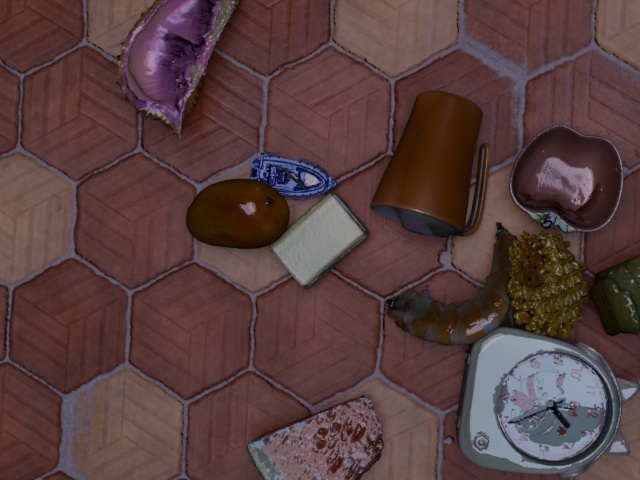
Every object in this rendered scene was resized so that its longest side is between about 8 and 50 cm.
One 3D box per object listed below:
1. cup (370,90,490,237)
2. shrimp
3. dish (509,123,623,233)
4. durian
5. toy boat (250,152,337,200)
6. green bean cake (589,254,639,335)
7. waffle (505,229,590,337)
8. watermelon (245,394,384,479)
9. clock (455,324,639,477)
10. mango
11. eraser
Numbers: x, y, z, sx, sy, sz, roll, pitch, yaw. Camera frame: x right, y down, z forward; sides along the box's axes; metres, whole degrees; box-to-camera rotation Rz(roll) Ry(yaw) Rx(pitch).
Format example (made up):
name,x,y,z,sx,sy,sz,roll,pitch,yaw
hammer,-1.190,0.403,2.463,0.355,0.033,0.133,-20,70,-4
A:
name,x,y,z,sx,sy,sz,roll,pitch,yaw
cup,0.228,-0.130,1.642,0.226,0.182,0.264,20,84,-28
shrimp,0.276,0.101,1.632,0.287,0.068,0.185,-42,49,5
dish,0.459,-0.109,1.645,0.213,0.090,0.214,0,87,4
durian,-0.281,-0.376,1.713,0.191,0.112,0.341,19,83,14
toy boat,-0.054,-0.120,1.682,0.174,0.110,0.091,8,92,4
green bean cake,0.614,0.077,1.559,0.236,0.233,0.124,-23,81,4
waffle,0.414,0.079,1.586,0.197,0.070,0.193,17,70,-35
watermelon,0.009,0.404,1.670,0.256,0.140,0.193,-35,81,-6
clock,0.425,0.309,1.632,0.324,0.108,0.265,10,89,5
mango,-0.166,-0.049,1.664,0.221,0.152,0.120,0,53,22
eraser,0.000,0.000,1.700,0.172,0.058,0.117,-41,84,3
